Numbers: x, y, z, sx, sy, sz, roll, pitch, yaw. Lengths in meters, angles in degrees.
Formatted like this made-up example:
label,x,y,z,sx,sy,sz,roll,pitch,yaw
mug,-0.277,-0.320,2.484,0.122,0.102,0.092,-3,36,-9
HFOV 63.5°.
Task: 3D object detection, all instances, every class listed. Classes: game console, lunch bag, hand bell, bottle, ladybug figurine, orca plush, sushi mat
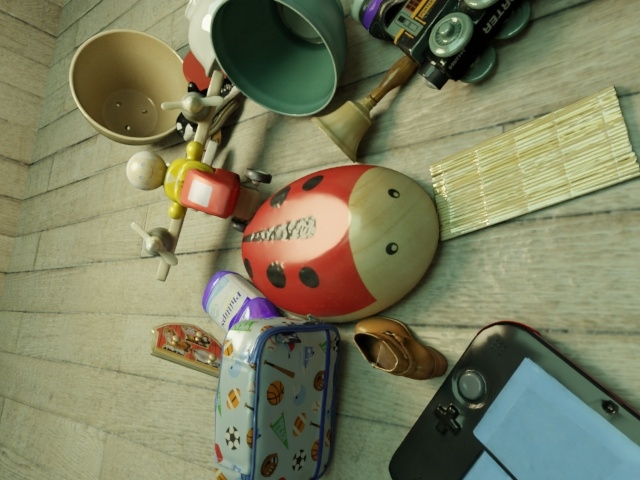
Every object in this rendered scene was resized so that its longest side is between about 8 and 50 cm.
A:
label,x,y,z,sx,sy,sz,roll,pitch,yaw
game console,0.294,0.338,0.689,0.386,0.060,0.342,44,108,41
lunch bag,-0.062,0.278,0.913,0.114,0.243,0.304,4,86,42
hand bell,0.108,-0.284,1.025,0.242,0.126,0.126,-45,51,10
bottle,-0.151,0.171,1.120,0.282,0.092,0.118,33,100,43
ladybug figurine,0.000,0.000,0.984,0.449,0.161,0.306,-14,69,39
orca plush,-0.314,-0.377,1.379,0.287,0.102,0.151,-19,37,47
sushi mat,0.318,-0.113,0.825,0.316,0.019,0.152,-21,65,37

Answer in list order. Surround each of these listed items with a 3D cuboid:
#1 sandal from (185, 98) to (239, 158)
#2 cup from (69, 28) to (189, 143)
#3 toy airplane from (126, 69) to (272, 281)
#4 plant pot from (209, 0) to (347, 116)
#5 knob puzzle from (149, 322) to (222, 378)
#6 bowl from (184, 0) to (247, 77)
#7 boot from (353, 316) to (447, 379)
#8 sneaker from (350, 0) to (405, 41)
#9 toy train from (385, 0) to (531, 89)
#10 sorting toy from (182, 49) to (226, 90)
label,x,y,z,sx,sy,sz,roll,pitch,yaw
sandal,-0.286,-0.289,1.403,0.219,0.060,0.090,-48,25,2
cup,-0.566,-0.419,1.556,0.237,0.330,0.332,154,122,-65
toy airplane,-0.311,-0.146,1.197,0.384,0.272,0.387,-40,48,45
plant pot,-0.062,-0.446,1.119,0.292,0.293,0.196,-3,49,42
knob puzzle,-0.289,0.229,1.175,0.213,0.213,0.030,36,103,42
bowl,-0.239,-0.565,1.283,0.298,0.134,0.298,-48,12,14
boot,0.098,0.167,0.852,0.197,0.152,0.073,17,90,44
sneaker,0.197,-0.514,1.004,0.293,0.102,0.146,-50,54,27
toy train,0.261,-0.423,0.878,0.334,0.142,0.190,-52,51,18
sorting toy,-0.285,-0.597,1.483,0.366,0.126,0.126,-67,17,2
